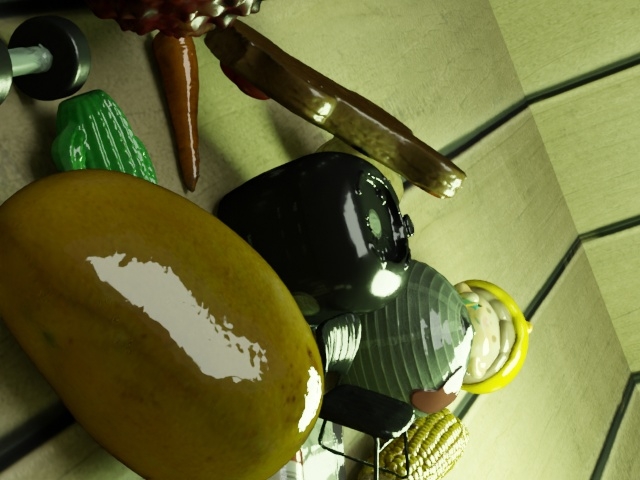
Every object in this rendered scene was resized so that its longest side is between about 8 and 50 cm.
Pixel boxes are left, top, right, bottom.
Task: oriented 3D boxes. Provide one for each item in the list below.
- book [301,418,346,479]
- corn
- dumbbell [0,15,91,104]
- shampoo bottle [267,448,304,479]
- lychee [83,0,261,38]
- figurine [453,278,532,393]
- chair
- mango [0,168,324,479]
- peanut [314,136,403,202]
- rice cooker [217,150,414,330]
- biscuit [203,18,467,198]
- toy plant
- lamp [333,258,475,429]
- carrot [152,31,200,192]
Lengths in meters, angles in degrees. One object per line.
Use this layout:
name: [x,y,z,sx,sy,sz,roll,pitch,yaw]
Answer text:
book: [-0.031,0.287,1.711,0.231,0.026,0.157,34,46,-51]
corn: [0.151,0.345,1.922,0.322,0.119,0.119,-29,99,-64]
dumbbell: [-0.342,-0.195,1.331,0.191,0.100,0.100,-32,101,-64]
shampoo bottle: [-0.064,0.388,1.472,0.104,0.104,0.278,36,42,-51]
lychee: [-0.182,-0.498,1.484,0.425,0.425,0.499,-1,93,-64]
figurine: [0.245,0.153,2.186,0.344,0.187,0.215,28,57,-47]
chair: [0.051,0.225,1.622,0.140,0.145,0.221,-23,126,-64]
mango: [-0.179,0.095,1.317,0.446,0.232,0.300,42,42,-30]
peanut: [0.064,-0.107,2.059,0.224,0.129,0.129,45,34,-55]
rice cooker: [0.000,0.000,1.737,0.267,0.225,0.267,46,33,-44]
biscuit: [0.004,-0.202,1.826,0.394,0.076,0.368,26,12,-33]
toy plant: [-0.244,-0.069,1.455,0.240,0.088,0.154,59,28,-35]
lamp: [0.130,0.154,1.886,0.233,0.233,0.265,51,36,-36]
carrot: [-0.189,-0.192,1.691,0.061,0.061,0.256,7,69,-63]
